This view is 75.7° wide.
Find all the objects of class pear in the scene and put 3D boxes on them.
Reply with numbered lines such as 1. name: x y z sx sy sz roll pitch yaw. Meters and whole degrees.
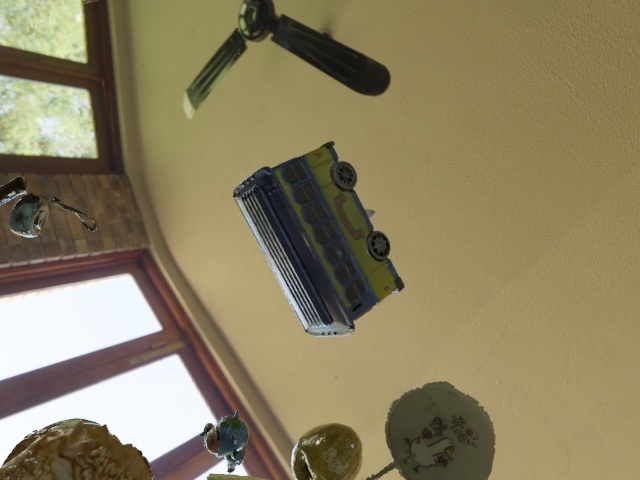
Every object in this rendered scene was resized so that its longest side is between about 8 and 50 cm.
1. pear: 0.028 0.685 1.308 0.228 0.211 0.188 -31 -108 49

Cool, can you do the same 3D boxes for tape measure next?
1. tape measure: -0.666 -0.043 1.038 0.104 0.180 0.107 -23 -129 54

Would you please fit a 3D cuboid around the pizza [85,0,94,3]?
1. pizza: -0.396 -0.429 0.716 0.016 0.037 0.083 76 -1 -45

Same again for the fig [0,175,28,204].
1. fig: -0.619 -0.028 0.612 0.291 0.190 0.190 -15 -94 -5

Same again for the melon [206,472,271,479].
1. melon: -0.002 0.304 0.379 0.262 0.114 0.053 23 -33 3

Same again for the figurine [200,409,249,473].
1. figurine: -0.265 0.564 1.139 0.145 0.114 0.178 0 -62 6

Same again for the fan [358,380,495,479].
1. fan: 0.188 0.481 0.903 0.415 0.012 0.233 -39 -111 12

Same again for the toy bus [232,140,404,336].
1. toy bus: 0.000 0.000 0.697 0.138 0.175 0.287 -21 -82 52

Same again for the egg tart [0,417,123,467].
1. egg tart: -0.583 0.564 0.945 0.297 0.297 0.132 50 -60 21

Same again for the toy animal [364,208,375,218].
1. toy animal: -0.023 -0.093 1.252 0.368 0.196 0.241 5 -111 51

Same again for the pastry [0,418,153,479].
1. pastry: -0.414 0.452 0.643 0.310 0.255 0.162 -65 -164 5
